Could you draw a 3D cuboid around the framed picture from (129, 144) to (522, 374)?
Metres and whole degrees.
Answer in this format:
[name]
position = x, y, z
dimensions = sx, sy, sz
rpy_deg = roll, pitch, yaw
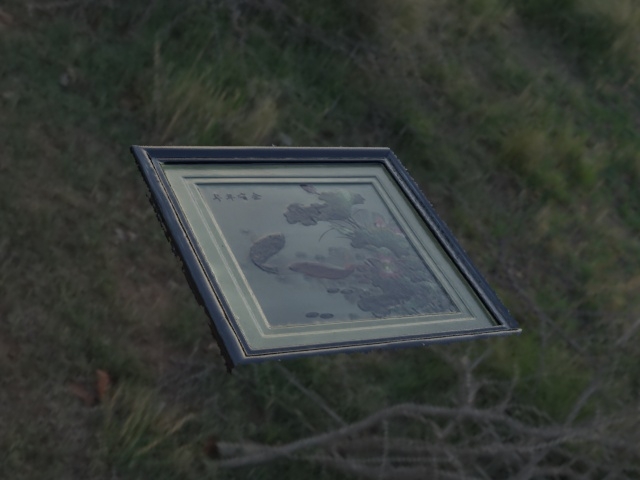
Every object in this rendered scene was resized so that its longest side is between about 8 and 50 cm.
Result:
[framed picture]
position = 0.000, 0.000, 0.693
dimensions = 0.195, 0.010, 0.199
rpy_deg = -2, 41, -29
